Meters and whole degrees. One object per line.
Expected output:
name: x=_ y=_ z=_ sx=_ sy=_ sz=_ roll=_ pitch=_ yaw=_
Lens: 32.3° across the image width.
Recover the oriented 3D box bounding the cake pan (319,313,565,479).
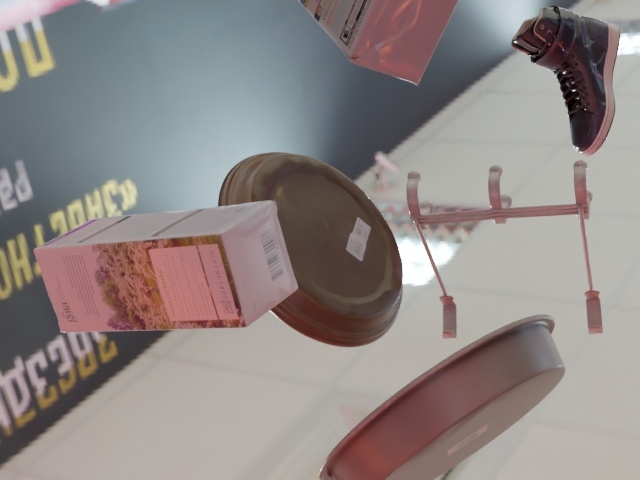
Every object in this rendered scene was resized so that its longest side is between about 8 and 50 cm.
cake pan: x=0.135 y=0.184 z=1.141 sx=0.293 sy=0.293 sz=0.054 roll=-24 pitch=-113 yaw=-27

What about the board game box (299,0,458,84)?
board game box: x=0.063 y=-0.339 z=1.215 sx=0.098 sy=0.224 sz=0.303 roll=13 pitch=-154 yaw=-28

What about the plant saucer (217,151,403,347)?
plant saucer: x=0.000 y=0.000 z=1.350 sx=0.041 sy=0.278 sz=0.278 roll=-41 pitch=-176 yaw=37

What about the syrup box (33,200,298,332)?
syrup box: x=-0.152 y=0.027 z=1.063 sx=0.237 sy=0.093 sz=0.096 roll=-4 pitch=-161 yaw=33

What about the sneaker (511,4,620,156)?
sneaker: x=0.361 y=-0.247 z=1.665 sx=0.164 sy=0.226 sz=0.086 roll=17 pitch=159 yaw=-21

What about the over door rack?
over door rack: x=0.261 y=0.008 z=1.542 sx=0.240 sy=0.324 sz=0.108 roll=-3 pitch=-130 yaw=15
